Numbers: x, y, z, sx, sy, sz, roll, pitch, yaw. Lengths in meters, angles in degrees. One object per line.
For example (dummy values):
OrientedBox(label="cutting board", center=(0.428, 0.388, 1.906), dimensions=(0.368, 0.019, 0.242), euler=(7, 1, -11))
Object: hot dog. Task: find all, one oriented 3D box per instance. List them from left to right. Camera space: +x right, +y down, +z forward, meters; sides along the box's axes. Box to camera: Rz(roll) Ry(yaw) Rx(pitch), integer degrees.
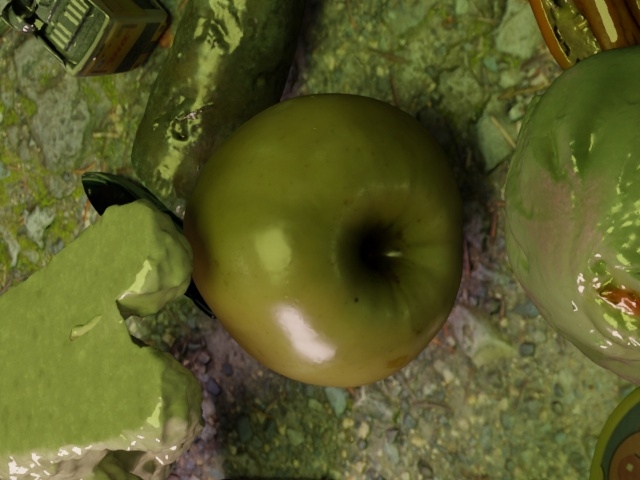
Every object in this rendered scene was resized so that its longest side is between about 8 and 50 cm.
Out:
OrientedBox(label="hot dog", center=(0.198, -0.297, 1.274), dimensions=(0.135, 0.100, 0.337), euler=(-22, 84, 39))

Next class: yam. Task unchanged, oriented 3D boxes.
OrientedBox(label="yam", center=(-0.091, -0.167, 1.504), dimensions=(0.133, 0.133, 0.330), euler=(35, 116, 29))

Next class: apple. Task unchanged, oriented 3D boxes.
OrientedBox(label="apple", center=(0.000, 0.000, 1.384), dimensions=(0.262, 0.262, 0.262), euler=(7, 101, 37))

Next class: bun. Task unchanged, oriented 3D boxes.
OrientedBox(label="bun", center=(0.257, -0.002, 1.195), dimensions=(0.293, 0.187, 0.293), euler=(13, 114, 31))

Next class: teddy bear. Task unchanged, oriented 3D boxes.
OrientedBox(label="teddy bear", center=(-0.160, 0.147, 1.475), dimensions=(0.375, 0.362, 0.327), euler=(-22, 63, 33))

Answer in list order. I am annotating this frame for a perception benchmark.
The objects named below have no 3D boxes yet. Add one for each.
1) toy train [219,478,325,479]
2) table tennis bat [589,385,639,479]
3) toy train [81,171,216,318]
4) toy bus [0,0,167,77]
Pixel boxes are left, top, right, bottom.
OrientedBox(label="toy train", center=(-0.065, 0.288, 1.573), dimensions=(0.188, 0.099, 0.072), euler=(-7, 96, 38))
OrientedBox(label="table tennis bat", center=(0.315, 0.286, 1.304), dimensions=(0.224, 0.054, 0.368), euler=(15, 102, 37))
OrientedBox(label="toy train", center=(-0.168, -0.008, 1.643), dimensions=(0.252, 0.048, 0.055), euler=(40, 124, 33))
OrientedBox(label="toy bus", center=(-0.307, -0.321, 1.644), dimensions=(0.342, 0.138, 0.097), euler=(51, 125, 20))
